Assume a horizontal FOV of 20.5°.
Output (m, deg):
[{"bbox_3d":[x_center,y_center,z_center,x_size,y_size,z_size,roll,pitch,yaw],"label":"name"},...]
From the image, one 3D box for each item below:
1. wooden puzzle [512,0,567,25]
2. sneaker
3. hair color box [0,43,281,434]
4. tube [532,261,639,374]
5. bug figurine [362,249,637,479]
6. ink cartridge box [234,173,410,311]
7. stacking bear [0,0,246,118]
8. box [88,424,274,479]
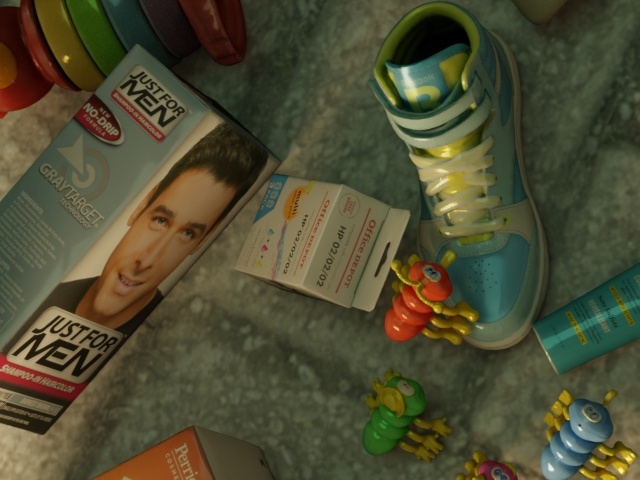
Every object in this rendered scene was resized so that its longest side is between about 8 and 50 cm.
[{"bbox_3d":[0.243,-0.427,1.679,0.348,0.080,0.322,-41,60,15],"label":"wooden puzzle"},{"bbox_3d":[0.118,-0.067,1.602,0.127,0.208,0.319,-13,74,17],"label":"sneaker"},{"bbox_3d":[-0.226,0.007,1.728,0.113,0.185,0.374,42,94,24],"label":"hair color box"},{"bbox_3d":[0.294,0.051,1.596,0.207,0.052,0.080,-29,75,6],"label":"tube"},{"bbox_3d":[0.133,0.150,1.570,0.279,0.072,0.216,41,123,23],"label":"bug figurine"},{"bbox_3d":[0.000,0.000,1.659,0.181,0.062,0.104,11,78,61],"label":"ink cartridge box"},{"bbox_3d":[-0.237,-0.219,1.797,0.289,0.164,0.175,-21,106,11],"label":"stacking bear"},{"bbox_3d":[-0.189,0.350,1.635,0.345,0.168,0.215,-30,68,11],"label":"box"}]
